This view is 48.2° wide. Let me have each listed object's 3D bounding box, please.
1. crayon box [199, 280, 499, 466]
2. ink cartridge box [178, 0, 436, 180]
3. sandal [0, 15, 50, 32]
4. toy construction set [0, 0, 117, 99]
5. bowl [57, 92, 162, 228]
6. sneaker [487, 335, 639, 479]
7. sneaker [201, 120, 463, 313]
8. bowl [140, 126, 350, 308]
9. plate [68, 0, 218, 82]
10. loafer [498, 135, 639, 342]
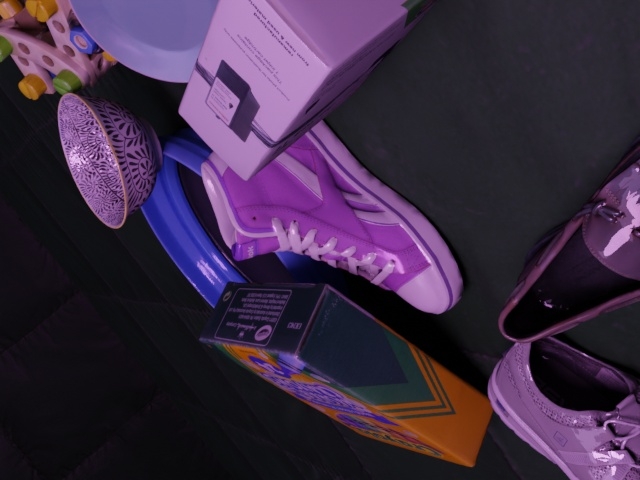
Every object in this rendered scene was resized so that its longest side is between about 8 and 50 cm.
[{"bbox_3d":[0.048,0.160,0.810,0.323,0.083,0.203,35,159,-28],"label":"crayon box"},{"bbox_3d":[-0.007,-0.146,0.518,0.087,0.153,0.208,48,157,-3],"label":"ink cartridge box"},{"bbox_3d":[-0.371,-0.295,1.017,0.219,0.060,0.090,9,138,33],"label":"sandal"},{"bbox_3d":[-0.331,-0.294,0.808,0.215,0.151,0.327,18,160,18],"label":"toy construction set"},{"bbox_3d":[-0.247,-0.108,0.879,0.170,0.080,0.170,33,136,38],"label":"bowl"},{"bbox_3d":[0.262,0.177,0.606,0.281,0.105,0.115,33,152,31],"label":"sneaker"},{"bbox_3d":[0.000,0.000,0.713,0.282,0.161,0.102,43,154,7],"label":"sneaker"},{"bbox_3d":[-0.113,0.012,1.013,0.391,0.077,0.391,38,154,23],"label":"bowl"},{"bbox_3d":[-0.169,-0.242,0.727,0.188,0.024,0.188,11,142,8],"label":"plate"},{"bbox_3d":[0.203,0.009,0.479,0.096,0.084,0.267,44,155,10],"label":"loafer"}]
